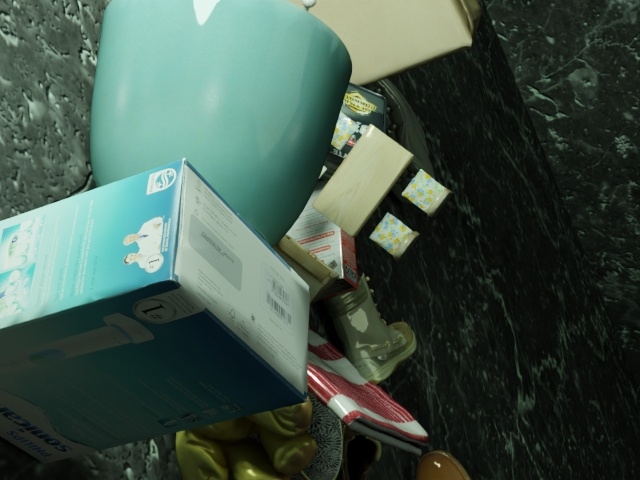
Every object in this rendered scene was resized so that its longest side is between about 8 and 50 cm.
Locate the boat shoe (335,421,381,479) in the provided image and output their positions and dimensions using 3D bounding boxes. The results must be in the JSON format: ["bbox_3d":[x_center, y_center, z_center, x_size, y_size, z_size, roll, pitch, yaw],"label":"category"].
[{"bbox_3d":[0.044,0.296,1.664,0.095,0.095,0.257,61,26,-27],"label":"boat shoe"}]

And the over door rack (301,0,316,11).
[{"bbox_3d":[-0.109,-0.295,1.608,0.324,0.108,0.239,55,39,-23],"label":"over door rack"}]

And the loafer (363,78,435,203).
[{"bbox_3d":[0.125,-0.202,2.167,0.111,0.112,0.319,-90,160,-44],"label":"loafer"}]

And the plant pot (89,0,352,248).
[{"bbox_3d":[-0.125,-0.113,1.339,0.293,0.293,0.235,39,54,-53],"label":"plant pot"}]

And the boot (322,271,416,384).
[{"bbox_3d":[0.077,0.123,1.878,0.213,0.077,0.165,-37,107,-62],"label":"boot"}]

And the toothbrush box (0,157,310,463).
[{"bbox_3d":[-0.187,0.075,1.044,0.216,0.295,0.126,47,34,-45],"label":"toothbrush box"}]

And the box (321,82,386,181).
[{"bbox_3d":[-0.010,-0.178,1.769,0.220,0.051,0.175,21,48,-18],"label":"box"}]

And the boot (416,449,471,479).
[{"bbox_3d":[0.160,0.459,1.835,0.220,0.109,0.283,22,62,-56],"label":"boot"}]

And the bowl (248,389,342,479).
[{"bbox_3d":[-0.044,0.237,1.526,0.170,0.080,0.170,44,37,-48],"label":"bowl"}]

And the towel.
[{"bbox_3d":[-0.019,0.130,1.458,0.329,0.037,0.237,42,4,31],"label":"towel"}]

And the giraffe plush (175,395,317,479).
[{"bbox_3d":[-0.103,0.178,1.380,0.210,0.181,0.170,30,25,-10],"label":"giraffe plush"}]

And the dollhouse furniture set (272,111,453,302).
[{"bbox_3d":[0.022,-0.039,1.602,0.212,0.242,0.161,37,8,7],"label":"dollhouse furniture set"}]

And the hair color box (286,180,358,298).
[{"bbox_3d":[0.000,0.000,1.763,0.053,0.093,0.167,39,42,-52],"label":"hair color box"}]

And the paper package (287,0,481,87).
[{"bbox_3d":[0.049,-0.401,1.840,0.309,0.325,0.168,65,24,-17],"label":"paper package"}]
